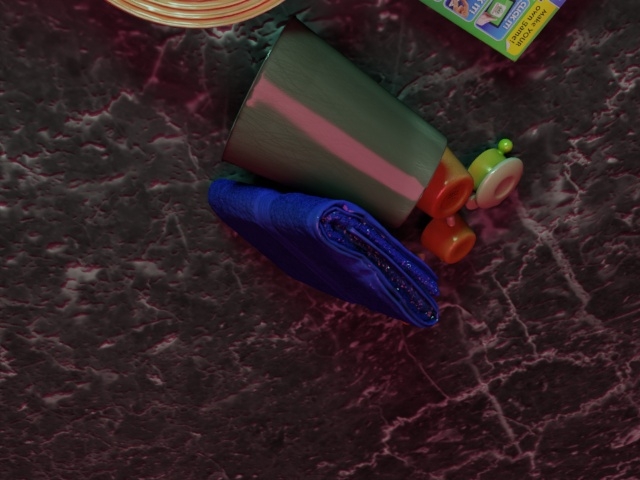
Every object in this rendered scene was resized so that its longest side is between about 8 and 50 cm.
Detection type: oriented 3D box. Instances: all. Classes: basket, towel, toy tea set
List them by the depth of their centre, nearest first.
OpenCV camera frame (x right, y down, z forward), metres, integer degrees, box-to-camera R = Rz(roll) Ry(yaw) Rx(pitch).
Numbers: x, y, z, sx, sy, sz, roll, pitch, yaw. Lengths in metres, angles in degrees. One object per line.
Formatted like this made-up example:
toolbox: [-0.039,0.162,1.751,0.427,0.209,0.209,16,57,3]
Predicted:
basket: [0.023,-0.124,0.919,0.226,0.154,0.204,28,129,-3]
towel: [0.000,0.000,0.990,0.227,0.308,0.076,43,75,-31]
toy tea set: [0.135,-0.022,1.114,0.200,0.124,0.336,-3,131,-46]

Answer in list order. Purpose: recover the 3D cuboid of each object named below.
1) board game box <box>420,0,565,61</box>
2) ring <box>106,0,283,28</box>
board game box: [0.242,-0.386,0.868,0.213,0.046,0.317,24,120,-24]
ring: [-0.129,-0.380,0.749,0.336,0.032,0.337,0,112,1]
